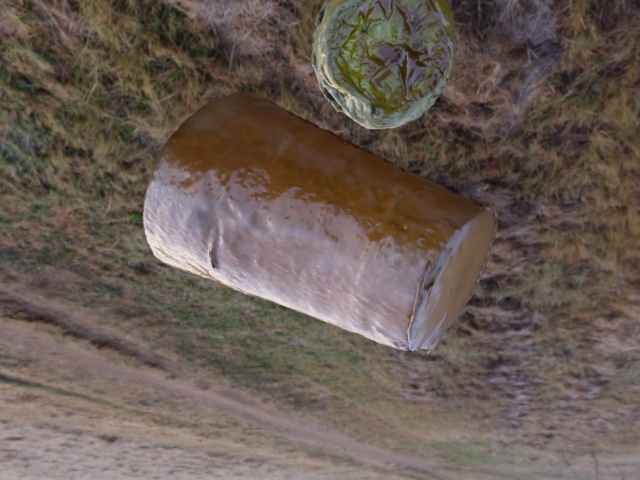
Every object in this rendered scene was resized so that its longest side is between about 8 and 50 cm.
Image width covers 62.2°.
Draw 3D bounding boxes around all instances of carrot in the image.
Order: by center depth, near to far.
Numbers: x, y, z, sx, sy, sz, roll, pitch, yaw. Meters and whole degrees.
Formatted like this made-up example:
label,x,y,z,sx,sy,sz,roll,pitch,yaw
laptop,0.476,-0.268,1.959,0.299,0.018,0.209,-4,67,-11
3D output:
label,x,y,z,sx,sy,sz,roll,pitch,yaw
carrot,0.000,0.000,0.470,0.254,0.196,0.196,29,162,24

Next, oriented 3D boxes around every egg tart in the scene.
label,x,y,z,sx,sy,sz,roll,pitch,yaw
egg tart,0.094,-0.295,0.828,0.241,0.106,0.241,-7,113,-17
